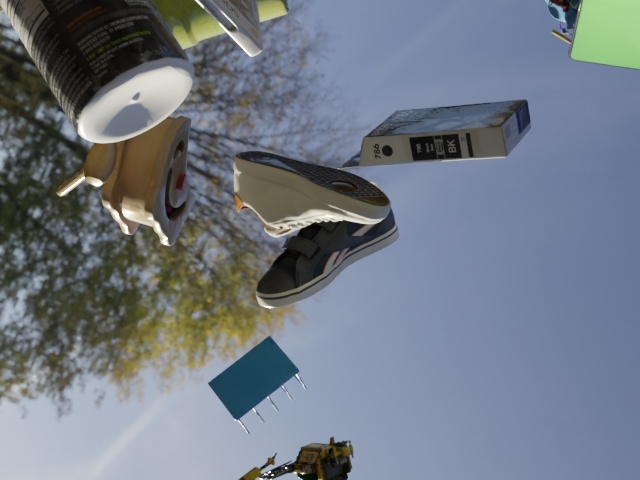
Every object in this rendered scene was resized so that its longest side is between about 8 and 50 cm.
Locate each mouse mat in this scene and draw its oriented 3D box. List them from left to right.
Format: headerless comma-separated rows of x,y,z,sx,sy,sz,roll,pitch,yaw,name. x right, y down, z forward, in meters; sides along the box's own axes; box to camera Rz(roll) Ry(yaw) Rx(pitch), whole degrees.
0.392,-0.256,1.177,0.190,0.152,0.007,61,41,-73,mouse mat

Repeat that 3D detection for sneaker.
-0.016,-0.054,1.510,0.290,0.106,0.123,19,-67,33,sneaker
0.000,0.000,1.737,0.321,0.127,0.126,-32,-153,-30,sneaker

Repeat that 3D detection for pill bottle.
-0.238,-0.228,0.934,0.130,0.130,0.246,-42,-106,34,pill bottle

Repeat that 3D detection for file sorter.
-0.132,0.320,2.067,0.170,0.104,0.118,-37,-128,-10,file sorter

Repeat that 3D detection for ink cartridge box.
0.202,-0.194,1.733,0.332,0.065,0.165,-3,-157,29,ink cartridge box

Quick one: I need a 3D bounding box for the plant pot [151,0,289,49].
-0.199,-0.524,1.896,0.253,0.276,0.276,-8,-130,4,plant pot

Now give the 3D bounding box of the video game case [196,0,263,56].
-0.134,-0.342,1.121,0.023,0.183,0.201,-26,-130,21,video game case

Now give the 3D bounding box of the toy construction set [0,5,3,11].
-0.393,-0.310,1.126,0.215,0.151,0.328,-21,-142,38,toy construction set

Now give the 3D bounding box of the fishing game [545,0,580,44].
0.382,-0.425,1.544,0.041,0.264,0.189,-29,-138,-6,fishing game

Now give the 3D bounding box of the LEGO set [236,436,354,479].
-0.027,0.416,1.309,0.192,0.331,0.255,-13,-99,53,LEGO set

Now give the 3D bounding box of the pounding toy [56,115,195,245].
-0.271,-0.108,1.338,0.269,0.154,0.154,85,22,-72,pounding toy
